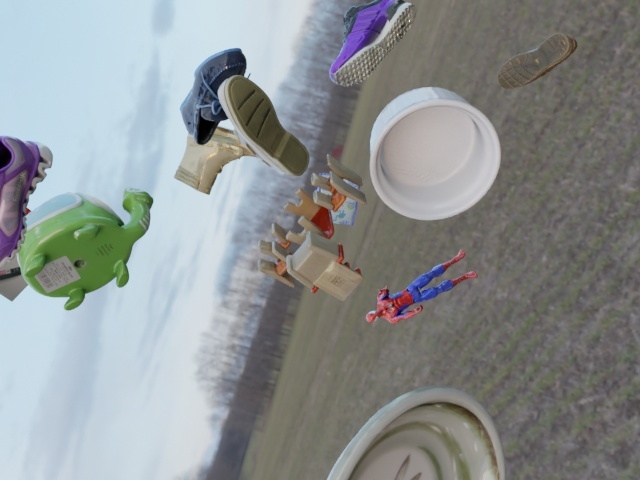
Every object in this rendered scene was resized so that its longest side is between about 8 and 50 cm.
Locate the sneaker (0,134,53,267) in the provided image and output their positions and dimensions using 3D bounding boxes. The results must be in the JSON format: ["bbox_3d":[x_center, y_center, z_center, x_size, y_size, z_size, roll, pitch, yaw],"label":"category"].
[{"bbox_3d":[-0.522,-0.069,1.318,0.104,0.095,0.236,44,-123,-62],"label":"sneaker"}]

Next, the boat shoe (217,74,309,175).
[{"bbox_3d":[-0.149,-0.254,1.880,0.302,0.103,0.113,51,-119,-39],"label":"boat shoe"}]

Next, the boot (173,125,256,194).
[{"bbox_3d":[-0.286,-0.225,2.421,0.095,0.262,0.203,-106,36,-79],"label":"boot"}]

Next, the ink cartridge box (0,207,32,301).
[{"bbox_3d":[-0.891,0.020,2.338,0.239,0.060,0.275,-48,-33,-10],"label":"ink cartridge box"}]

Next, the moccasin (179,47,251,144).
[{"bbox_3d":[-0.239,-0.338,1.963,0.116,0.138,0.342,70,156,11],"label":"moccasin"}]

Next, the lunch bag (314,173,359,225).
[{"bbox_3d":[0.047,-0.133,2.496,0.096,0.129,0.151,-102,18,-56],"label":"lunch bag"}]

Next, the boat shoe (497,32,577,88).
[{"bbox_3d":[0.443,-0.359,1.667,0.178,0.060,0.064,-28,77,43],"label":"boat shoe"}]

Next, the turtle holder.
[{"bbox_3d":[-0.571,-0.019,1.949,0.320,0.243,0.227,-46,47,15],"label":"turtle holder"}]

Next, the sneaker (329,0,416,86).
[{"bbox_3d":[0.103,-0.523,2.105,0.293,0.146,0.102,-46,-24,-14],"label":"sneaker"}]

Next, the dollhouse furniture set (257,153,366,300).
[{"bbox_3d":[0.000,0.000,1.686,0.262,0.135,0.259,-50,24,24],"label":"dollhouse furniture set"}]

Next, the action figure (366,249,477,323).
[{"bbox_3d":[0.232,0.116,1.915,0.091,0.280,0.139,61,177,7],"label":"action figure"}]

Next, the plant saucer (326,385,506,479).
[{"bbox_3d":[0.110,0.396,1.173,0.101,0.401,0.400,10,82,48],"label":"plant saucer"}]

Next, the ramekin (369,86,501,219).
[{"bbox_3d":[0.237,-0.194,1.767,0.135,0.277,0.277,-98,21,-59],"label":"ramekin"}]
